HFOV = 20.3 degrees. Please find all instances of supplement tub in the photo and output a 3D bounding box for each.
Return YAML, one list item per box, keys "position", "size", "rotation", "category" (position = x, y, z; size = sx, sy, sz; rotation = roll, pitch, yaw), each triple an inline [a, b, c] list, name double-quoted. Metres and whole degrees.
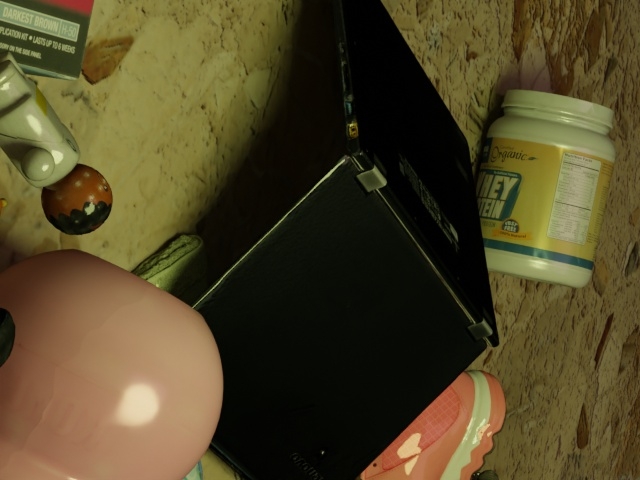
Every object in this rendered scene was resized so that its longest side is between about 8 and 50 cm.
- position: [0.244, -0.056, 1.976]
  size: [0.144, 0.144, 0.199]
  rotation: [13, 88, -56]
  category: "supplement tub"

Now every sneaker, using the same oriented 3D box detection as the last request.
- position: [0.071, 0.264, 1.881]
  size: [0.136, 0.116, 0.314]
  rotation: [25, 85, -22]
  category: "sneaker"

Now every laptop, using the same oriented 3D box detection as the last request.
- position: [0.000, 0.000, 1.725]
  size: [0.382, 0.236, 0.408]
  rotation: [52, 27, -52]
  category: "laptop"

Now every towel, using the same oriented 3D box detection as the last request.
- position: [-0.143, 0.070, 1.560]
  size: [0.148, 0.027, 0.110]
  rotation: [-40, 130, -43]
  category: "towel"

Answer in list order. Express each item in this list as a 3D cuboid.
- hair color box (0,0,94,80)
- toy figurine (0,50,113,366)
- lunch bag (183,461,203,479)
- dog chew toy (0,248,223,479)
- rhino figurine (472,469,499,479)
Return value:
- position: [-0.233, -0.315, 1.248]
  size: [0.185, 0.113, 0.374]
  rotation: [10, 90, -55]
  category: "hair color box"
- position: [-0.260, -0.011, 1.205]
  size: [0.209, 0.213, 0.148]
  rotation: [-52, 121, -38]
  category: "toy figurine"
- position: [-0.178, 0.280, 1.509]
  size: [0.176, 0.090, 0.219]
  rotation: [-18, 117, -51]
  category: "lunch bag"
- position: [-0.211, 0.176, 1.314]
  size: [0.206, 0.206, 0.332]
  rotation: [39, 76, -52]
  category: "dog chew toy"
- position: [0.168, 0.310, 1.963]
  size: [0.243, 0.073, 0.106]
  rotation: [99, 11, -70]
  category: "rhino figurine"
